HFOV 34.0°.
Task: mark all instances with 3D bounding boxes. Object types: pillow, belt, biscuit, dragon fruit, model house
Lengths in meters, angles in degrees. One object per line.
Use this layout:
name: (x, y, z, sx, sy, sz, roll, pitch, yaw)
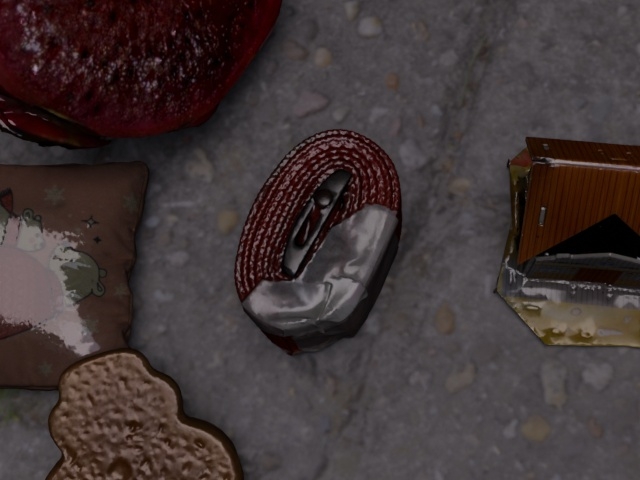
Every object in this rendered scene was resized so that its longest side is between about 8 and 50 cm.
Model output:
pillow: (-0.278, 0.032, 0.974, 0.223, 0.084, 0.236, 4, 78, -3)
belt: (0.000, 0.000, 0.947, 0.128, 0.124, 0.201, 22, 76, 12)
biscuit: (-0.148, 0.239, 0.913, 0.186, 0.044, 0.295, -14, 86, -4)
dragon fruit: (-0.225, -0.283, 0.950, 0.249, 0.386, 0.371, 12, 44, 44)
model house: (0.274, -0.015, 0.924, 0.219, 0.136, 0.207, 6, 73, 6)
